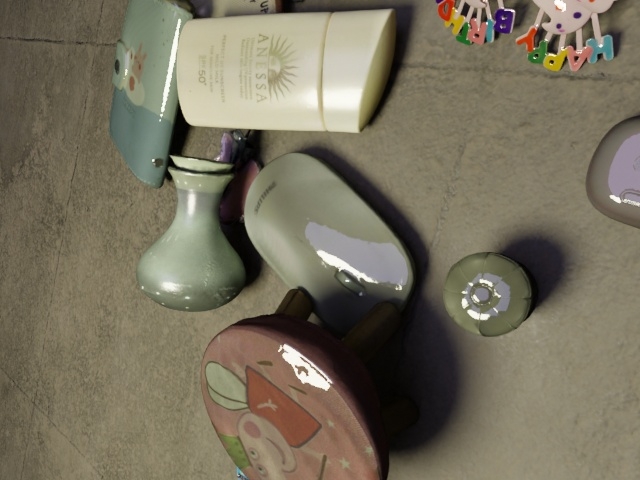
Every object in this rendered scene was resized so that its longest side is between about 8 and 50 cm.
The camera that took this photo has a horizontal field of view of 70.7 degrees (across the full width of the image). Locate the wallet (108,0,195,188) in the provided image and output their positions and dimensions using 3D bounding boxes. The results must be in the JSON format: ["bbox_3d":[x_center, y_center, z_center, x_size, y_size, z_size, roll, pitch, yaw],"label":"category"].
[{"bbox_3d":[-0.349,-0.316,0.900,0.252,0.083,0.360,44,124,35],"label":"wallet"}]

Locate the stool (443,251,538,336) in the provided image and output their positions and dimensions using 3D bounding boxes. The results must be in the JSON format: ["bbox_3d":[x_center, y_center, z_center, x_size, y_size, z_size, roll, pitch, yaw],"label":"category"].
[{"bbox_3d":[0.204,0.061,0.531,0.096,0.110,0.096,-2,86,36],"label":"stool"}]

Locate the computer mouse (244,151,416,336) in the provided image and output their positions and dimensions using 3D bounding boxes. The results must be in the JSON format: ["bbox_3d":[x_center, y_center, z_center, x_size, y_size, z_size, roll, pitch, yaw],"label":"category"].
[{"bbox_3d":[-0.004,0.001,0.689,0.331,0.095,0.197,44,116,27],"label":"computer mouse"}]

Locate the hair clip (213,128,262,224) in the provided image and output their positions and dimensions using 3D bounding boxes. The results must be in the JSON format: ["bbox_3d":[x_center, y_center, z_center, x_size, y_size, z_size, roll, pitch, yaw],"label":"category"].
[{"bbox_3d":[-0.163,-0.117,0.831,0.146,0.056,0.187,42,119,27],"label":"hair clip"}]

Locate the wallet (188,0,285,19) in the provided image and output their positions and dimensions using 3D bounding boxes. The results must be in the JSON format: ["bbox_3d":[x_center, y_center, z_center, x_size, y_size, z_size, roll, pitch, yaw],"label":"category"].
[{"bbox_3d":[-0.157,-0.371,0.816,0.275,0.068,0.335,-3,90,35],"label":"wallet"}]

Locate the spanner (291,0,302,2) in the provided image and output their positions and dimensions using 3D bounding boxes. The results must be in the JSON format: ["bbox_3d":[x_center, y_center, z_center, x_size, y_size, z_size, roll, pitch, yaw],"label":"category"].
[{"bbox_3d":[0.020,-0.547,0.734,0.087,0.024,0.315,39,111,31],"label":"spanner"}]

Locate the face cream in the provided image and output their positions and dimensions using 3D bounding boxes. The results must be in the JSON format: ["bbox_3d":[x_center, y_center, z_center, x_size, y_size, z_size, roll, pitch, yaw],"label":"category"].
[{"bbox_3d":[-0.061,-0.259,0.701,0.349,0.081,0.173,9,102,21],"label":"face cream"}]

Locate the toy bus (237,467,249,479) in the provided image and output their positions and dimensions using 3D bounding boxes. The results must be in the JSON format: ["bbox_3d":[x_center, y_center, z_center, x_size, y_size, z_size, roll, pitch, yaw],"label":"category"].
[{"bbox_3d":[-0.104,0.406,0.773,0.083,0.038,0.046,14,99,34],"label":"toy bus"}]

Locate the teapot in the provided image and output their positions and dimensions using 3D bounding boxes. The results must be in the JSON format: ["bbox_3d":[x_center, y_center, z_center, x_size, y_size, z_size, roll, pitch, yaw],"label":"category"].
[{"bbox_3d":[-0.209,-0.014,0.766,0.183,0.183,0.250,15,101,34],"label":"teapot"}]

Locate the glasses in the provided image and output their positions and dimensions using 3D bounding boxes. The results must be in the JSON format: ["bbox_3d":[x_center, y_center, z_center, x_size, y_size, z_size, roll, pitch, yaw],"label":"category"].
[{"bbox_3d":[0.251,-0.308,0.546,0.255,0.095,0.162,37,136,28],"label":"glasses"}]

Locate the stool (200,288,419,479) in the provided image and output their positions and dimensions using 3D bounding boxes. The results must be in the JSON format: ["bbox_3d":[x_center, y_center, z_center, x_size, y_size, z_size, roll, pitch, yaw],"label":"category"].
[{"bbox_3d":[-0.007,0.198,0.597,0.272,0.178,0.272,14,117,30],"label":"stool"}]

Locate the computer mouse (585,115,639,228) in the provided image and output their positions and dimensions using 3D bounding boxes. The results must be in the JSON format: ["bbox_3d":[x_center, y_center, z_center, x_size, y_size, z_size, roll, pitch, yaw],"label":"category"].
[{"bbox_3d":[0.392,-0.052,0.439,0.232,0.057,0.120,23,101,35],"label":"computer mouse"}]
